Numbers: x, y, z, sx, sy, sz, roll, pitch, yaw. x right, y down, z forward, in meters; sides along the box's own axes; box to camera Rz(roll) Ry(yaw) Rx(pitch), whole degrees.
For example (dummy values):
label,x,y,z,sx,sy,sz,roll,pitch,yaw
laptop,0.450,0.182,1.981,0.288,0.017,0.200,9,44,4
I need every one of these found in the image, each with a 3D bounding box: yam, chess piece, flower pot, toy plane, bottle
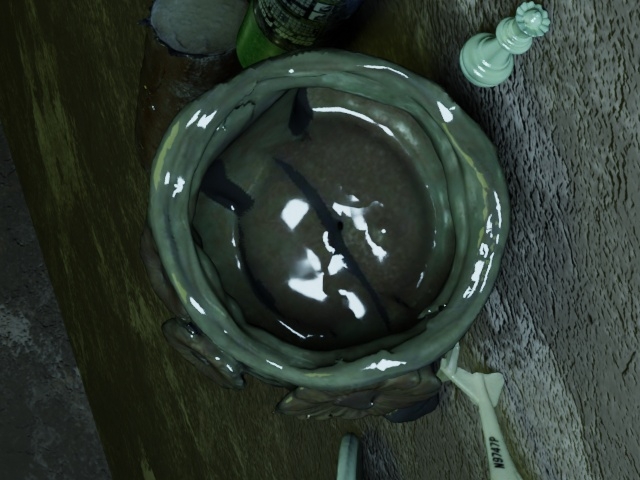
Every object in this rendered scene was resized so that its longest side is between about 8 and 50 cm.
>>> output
label,x,y,z,sx,sy,sz,roll,pitch,yaw
yam,-0.149,-0.180,1.921,0.280,0.131,0.131,110,143,-59
chess piece,0.139,-0.148,1.241,0.093,0.042,0.042,-39,65,61
flower pot,0.000,0.000,1.319,0.213,0.302,0.302,60,-164,-87
toy plane,0.154,0.216,1.357,0.092,0.108,0.286,103,161,-55
bottle,-0.002,-0.234,1.500,0.330,0.093,0.093,132,123,-67

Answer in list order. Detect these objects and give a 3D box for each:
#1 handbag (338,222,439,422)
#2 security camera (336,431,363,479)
label,x,y,z,sx,sy,sz,roll,pitch,yaw
handbag,0.022,0.016,1.598,0.275,0.088,0.244,-125,25,-51
security camera,0.052,0.352,1.762,0.157,0.080,0.301,34,-126,-82
